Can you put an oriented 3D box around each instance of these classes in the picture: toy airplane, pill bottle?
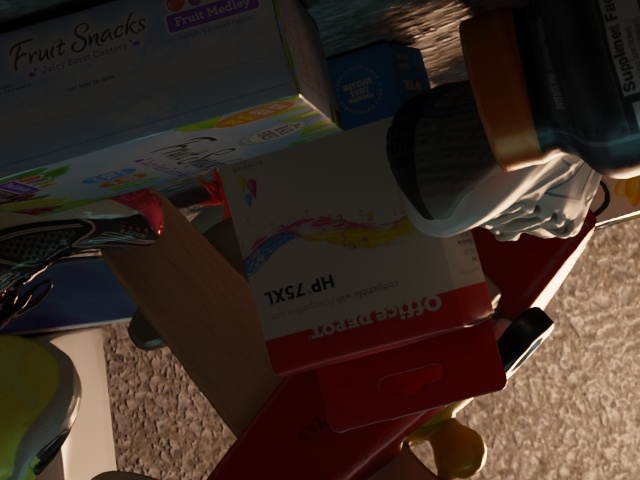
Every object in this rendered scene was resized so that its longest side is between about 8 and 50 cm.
[{"bbox_3d":[0.021,0.140,1.468,0.384,0.386,0.272,-2,179,18],"label":"toy airplane"},{"bbox_3d":[0.201,-0.110,1.068,0.245,0.130,0.130,-15,177,11],"label":"pill bottle"}]

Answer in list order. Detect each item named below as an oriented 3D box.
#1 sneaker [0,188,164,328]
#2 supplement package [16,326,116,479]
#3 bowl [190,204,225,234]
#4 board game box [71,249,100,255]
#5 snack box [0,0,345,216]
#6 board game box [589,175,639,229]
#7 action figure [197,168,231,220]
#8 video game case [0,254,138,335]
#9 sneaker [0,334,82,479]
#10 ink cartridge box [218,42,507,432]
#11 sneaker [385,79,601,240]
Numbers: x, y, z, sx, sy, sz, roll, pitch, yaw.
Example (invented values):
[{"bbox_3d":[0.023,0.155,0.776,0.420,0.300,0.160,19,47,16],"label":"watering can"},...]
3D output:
[{"bbox_3d":[-0.251,0.026,1.466,0.299,0.112,0.121,-17,177,14],"label":"sneaker"},{"bbox_3d":[-0.326,0.188,1.717,0.262,0.198,0.199,-6,180,6],"label":"supplement package"},{"bbox_3d":[0.012,0.066,1.941,0.311,0.163,0.311,-16,148,-10],"label":"bowl"},{"bbox_3d":[-0.272,0.004,1.712,0.133,0.033,0.168,-6,-179,20],"label":"board game box"},{"bbox_3d":[-0.087,-0.066,0.951,0.174,0.070,0.207,-16,178,5],"label":"snack box"},{"bbox_3d":[0.275,-0.098,1.592,0.275,0.142,0.144,-18,176,39],"label":"board game box"},{"bbox_3d":[-0.023,-0.052,1.612,0.280,0.139,0.091,-41,165,20],"label":"action figure"},{"bbox_3d":[-0.297,0.054,1.757,0.269,0.061,0.244,-7,180,-12],"label":"video game case"},{"bbox_3d":[-0.355,0.107,1.348,0.384,0.145,0.147,-3,143,7],"label":"sneaker"},{"bbox_3d":[0.024,0.003,1.281,0.134,0.231,0.078,-17,177,19],"label":"ink cartridge box"},{"bbox_3d":[0.131,-0.051,1.250,0.111,0.129,0.297,-1,-163,27],"label":"sneaker"}]
